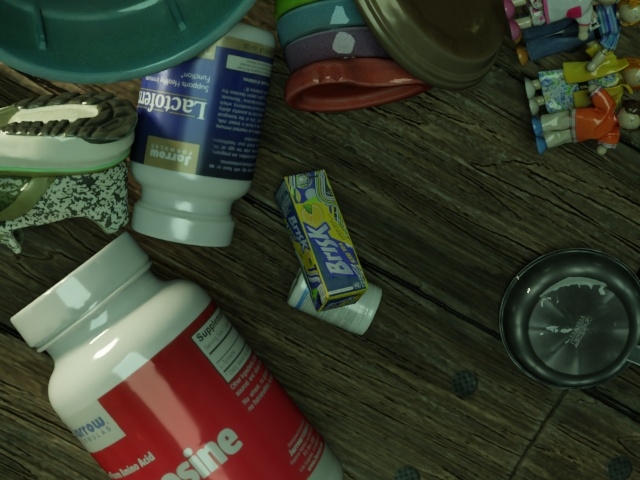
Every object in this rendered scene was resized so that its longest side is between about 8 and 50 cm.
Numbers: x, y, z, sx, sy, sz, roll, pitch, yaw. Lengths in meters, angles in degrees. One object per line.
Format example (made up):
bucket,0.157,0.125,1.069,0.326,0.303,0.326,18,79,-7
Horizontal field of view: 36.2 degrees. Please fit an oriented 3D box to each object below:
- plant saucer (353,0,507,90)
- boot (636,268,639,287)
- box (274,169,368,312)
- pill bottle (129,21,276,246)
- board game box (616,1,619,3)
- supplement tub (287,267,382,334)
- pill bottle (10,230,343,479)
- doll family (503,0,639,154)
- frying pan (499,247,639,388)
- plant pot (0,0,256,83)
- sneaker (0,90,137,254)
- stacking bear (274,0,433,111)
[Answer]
plant saucer,0.131,-0.311,1.145,0.278,0.041,0.277,16,65,-38
boot,0.471,0.071,1.303,0.114,0.037,0.106,40,107,-4
box,0.000,0.000,1.221,0.059,0.054,0.169,-12,70,-22
pill bottle,-0.148,-0.133,1.189,0.153,0.153,0.264,9,97,-4
board game box,0.390,-0.383,1.248,0.126,0.026,0.186,-8,98,-1
supplement tub,0.017,0.071,1.264,0.107,0.071,0.071,25,95,-5
pill bottle,-0.176,0.199,1.191,0.229,0.229,0.407,-38,97,2
doll family,0.326,-0.237,1.203,0.163,0.118,0.263,-12,123,16
frying pan,0.379,0.155,1.297,0.197,0.053,0.326,-42,96,13
plant pot,-0.252,-0.404,1.026,0.341,0.341,0.334,-24,58,0
sneaker,-0.405,-0.055,1.134,0.410,0.158,0.182,-3,118,3
stacking bear,0.019,-0.312,1.176,0.175,0.164,0.289,-4,86,-27
